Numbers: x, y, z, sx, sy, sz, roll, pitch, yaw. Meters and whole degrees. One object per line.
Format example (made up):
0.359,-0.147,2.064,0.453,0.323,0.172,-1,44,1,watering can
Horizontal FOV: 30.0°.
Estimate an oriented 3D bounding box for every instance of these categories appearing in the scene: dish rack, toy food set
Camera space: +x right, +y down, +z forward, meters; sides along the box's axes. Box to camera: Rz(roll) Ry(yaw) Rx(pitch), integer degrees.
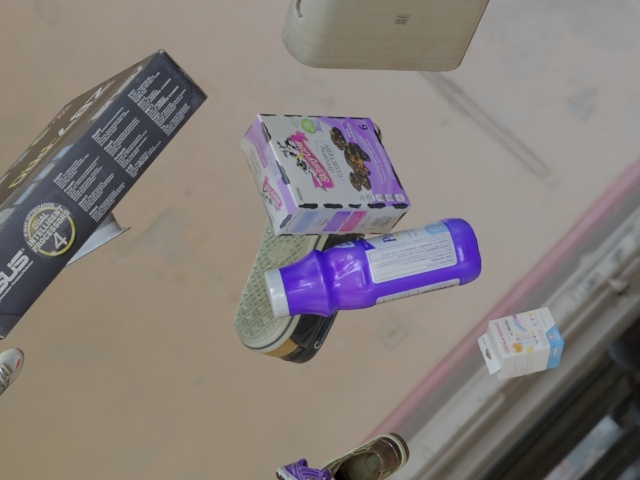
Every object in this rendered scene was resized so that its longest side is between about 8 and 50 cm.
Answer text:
-0.486,0.037,2.043,0.072,0.332,0.285,60,170,-5,dish rack
0.111,-0.362,1.781,0.220,0.306,0.092,112,150,-50,toy food set

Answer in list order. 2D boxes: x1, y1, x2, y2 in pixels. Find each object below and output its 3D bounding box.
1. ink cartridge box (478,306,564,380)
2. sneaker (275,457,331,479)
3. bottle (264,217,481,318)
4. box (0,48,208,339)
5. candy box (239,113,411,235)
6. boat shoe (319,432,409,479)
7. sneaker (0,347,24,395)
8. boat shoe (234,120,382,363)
0.390,0.205,2.346,0.090,0.143,0.092,89,166,-54,ink cartridge box
-0.004,0.383,1.836,0.170,0.071,0.068,36,148,49,sneaker
0.068,0.041,1.601,0.118,0.282,0.092,-164,61,-84,bottle
-0.345,-0.043,1.488,0.097,0.395,0.318,46,154,-21,box
0.006,-0.092,1.675,0.196,0.070,0.165,-2,-124,-35,candy box
0.039,0.425,2.106,0.095,0.257,0.095,51,-150,14,boat shoe
-0.604,0.270,2.229,0.057,0.161,0.075,51,156,-23,sneaker
0.000,0.000,2.217,0.186,0.500,0.156,0,151,43,boat shoe
